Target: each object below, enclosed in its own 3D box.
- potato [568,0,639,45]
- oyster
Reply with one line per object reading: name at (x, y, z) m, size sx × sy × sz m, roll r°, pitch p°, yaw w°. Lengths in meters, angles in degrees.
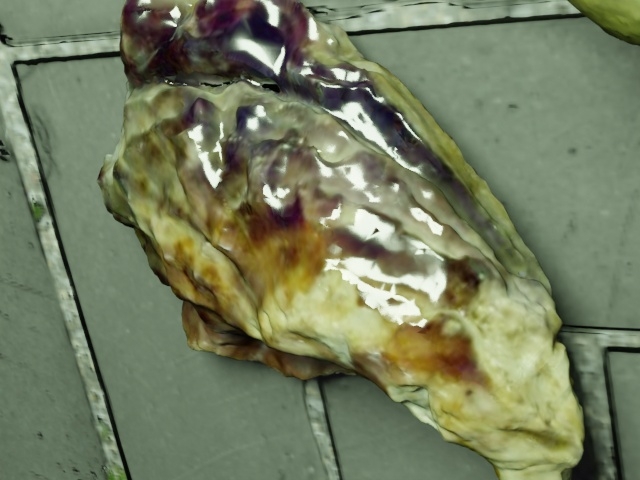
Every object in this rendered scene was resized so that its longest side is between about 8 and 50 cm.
potato at (0.136, -0.185, 0.426) m, size 0.174 × 0.159 × 0.251 m, roll -8°, pitch 103°, yaw 8°
oyster at (-0.007, 0.004, 0.645) m, size 0.271 × 0.100 × 0.275 m, roll 4°, pitch 122°, yaw 45°
